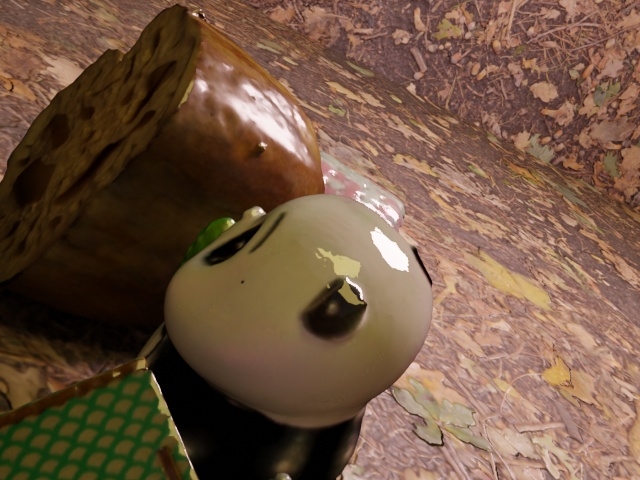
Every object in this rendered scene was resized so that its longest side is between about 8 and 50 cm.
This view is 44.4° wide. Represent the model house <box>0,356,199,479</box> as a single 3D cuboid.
[{"bbox_3d":[-0.122,0.161,0.349,0.178,0.206,0.271,-18,32,-17],"label":"model house"}]

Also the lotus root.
[{"bbox_3d":[-0.147,-0.072,0.779,0.250,0.316,0.316,28,20,-38],"label":"lotus root"}]

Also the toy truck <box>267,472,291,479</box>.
[{"bbox_3d":[-0.046,0.213,0.547,0.076,0.111,0.077,30,17,-8],"label":"toy truck"}]

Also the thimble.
[{"bbox_3d":[0.000,0.000,0.923,0.149,0.185,0.211,33,-2,-1],"label":"thimble"}]

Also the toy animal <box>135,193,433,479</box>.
[{"bbox_3d":[-0.041,0.080,0.631,0.213,0.266,0.212,22,25,-11],"label":"toy animal"}]
